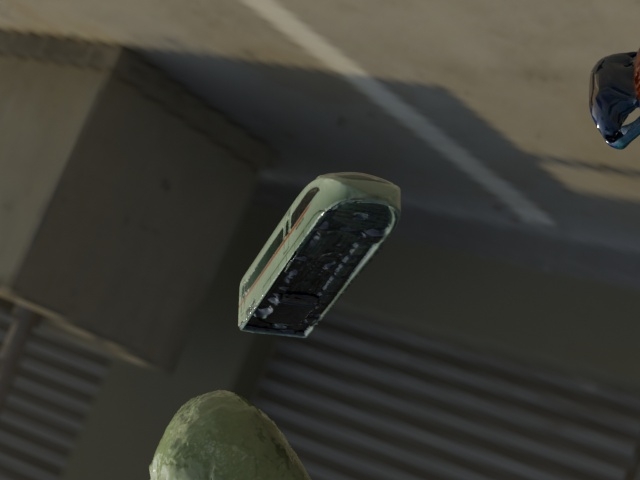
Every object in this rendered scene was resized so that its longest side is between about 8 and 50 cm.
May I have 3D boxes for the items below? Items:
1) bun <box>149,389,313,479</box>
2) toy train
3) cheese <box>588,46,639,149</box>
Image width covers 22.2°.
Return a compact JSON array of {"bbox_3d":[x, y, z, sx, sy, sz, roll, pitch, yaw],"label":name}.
[{"bbox_3d":[-0.073,0.226,1.281,0.204,0.126,0.212,6,124,63],"label":"bun"},{"bbox_3d":[0.000,0.000,1.721,0.086,0.088,0.407,8,157,-14],"label":"toy train"},{"bbox_3d":[0.358,-0.195,1.360,0.129,0.217,0.329,36,128,-23],"label":"cheese"}]
